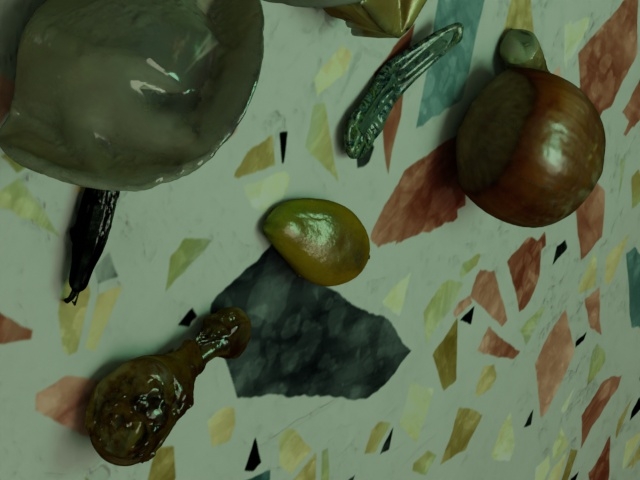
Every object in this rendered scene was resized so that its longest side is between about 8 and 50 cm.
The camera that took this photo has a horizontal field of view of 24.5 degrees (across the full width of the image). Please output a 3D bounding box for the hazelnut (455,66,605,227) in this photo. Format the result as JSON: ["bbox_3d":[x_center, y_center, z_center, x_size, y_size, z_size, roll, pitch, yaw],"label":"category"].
[{"bbox_3d":[0.283,-0.120,1.963,0.214,0.176,0.214,-2,109,-6],"label":"hazelnut"}]

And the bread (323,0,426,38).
[{"bbox_3d":[0.081,-0.351,1.643,0.136,0.107,0.241,39,76,-52],"label":"bread"}]

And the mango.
[{"bbox_3d":[0.000,0.000,1.765,0.187,0.066,0.101,28,84,-47],"label":"mango"}]

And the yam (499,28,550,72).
[{"bbox_3d":[0.311,-0.181,2.090,0.066,0.066,0.299,-52,141,-23],"label":"yam"}]

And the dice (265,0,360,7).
[{"bbox_3d":[-0.007,-0.384,1.376,0.243,0.259,0.251,-53,142,-25],"label":"dice"}]

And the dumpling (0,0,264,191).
[{"bbox_3d":[-0.157,-0.161,1.315,0.175,0.227,0.243,12,96,-63],"label":"dumpling"}]

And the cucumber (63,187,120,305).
[{"bbox_3d":[-0.230,-0.011,1.467,0.039,0.043,0.163,16,94,-18],"label":"cucumber"}]

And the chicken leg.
[{"bbox_3d":[-0.163,0.151,1.614,0.251,0.087,0.107,-41,159,-43],"label":"chicken leg"}]

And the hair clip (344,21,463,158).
[{"bbox_3d":[0.097,-0.190,1.813,0.229,0.036,0.066,-48,137,-17],"label":"hair clip"}]
